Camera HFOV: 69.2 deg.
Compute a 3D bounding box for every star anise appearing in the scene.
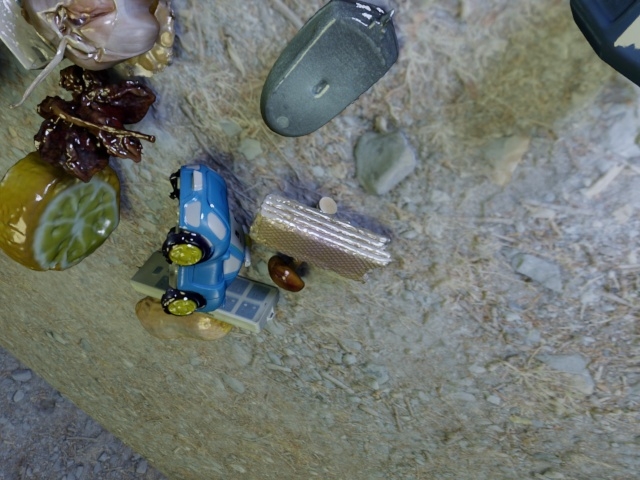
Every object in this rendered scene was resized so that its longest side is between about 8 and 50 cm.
[{"bbox_3d":[-0.389,-0.207,0.774,0.220,0.190,0.126,-24,154,15],"label":"star anise"}]

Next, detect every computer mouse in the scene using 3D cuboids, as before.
[{"bbox_3d":[0.007,-0.225,0.604,0.113,0.068,0.229,32,131,-31],"label":"computer mouse"}]

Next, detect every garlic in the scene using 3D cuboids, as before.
[{"bbox_3d":[-0.306,-0.273,0.639,0.207,0.256,0.207,16,179,0],"label":"garlic"}]

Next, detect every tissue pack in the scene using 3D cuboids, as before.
[{"bbox_3d":[-0.454,-0.322,0.718,0.108,0.060,0.148,60,171,-28],"label":"tissue pack"}]

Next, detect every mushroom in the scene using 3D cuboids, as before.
[{"bbox_3d":[-0.064,0.054,0.918,0.088,0.073,0.129,51,141,22],"label":"mushroom"}]

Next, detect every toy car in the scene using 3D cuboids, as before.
[{"bbox_3d":[-0.213,0.002,0.877,0.166,0.198,0.314,1,138,-18],"label":"toy car"}]

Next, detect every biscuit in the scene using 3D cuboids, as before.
[{"bbox_3d":[0.000,0.000,0.795,0.239,0.061,0.108,22,151,-9],"label":"biscuit"}]

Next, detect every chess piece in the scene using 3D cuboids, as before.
[{"bbox_3d":[-0.009,-0.041,0.822,0.035,0.035,0.092,38,142,-10],"label":"chess piece"}]

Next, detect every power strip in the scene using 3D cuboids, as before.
[{"bbox_3d":[-0.273,0.111,1.064,0.368,0.106,0.043,15,139,16],"label":"power strip"}]

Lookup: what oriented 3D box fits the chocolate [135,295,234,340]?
[{"bbox_3d":[-0.338,0.187,1.159,0.309,0.134,0.134,0,131,29],"label":"chocolate"}]

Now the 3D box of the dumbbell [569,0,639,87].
[{"bbox_3d":[0.349,-0.257,0.322,0.144,0.160,0.325,55,141,18],"label":"dumbbell"}]

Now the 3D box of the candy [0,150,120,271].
[{"bbox_3d":[-0.508,-0.061,0.913,0.118,0.260,0.259,22,138,10],"label":"candy"}]
